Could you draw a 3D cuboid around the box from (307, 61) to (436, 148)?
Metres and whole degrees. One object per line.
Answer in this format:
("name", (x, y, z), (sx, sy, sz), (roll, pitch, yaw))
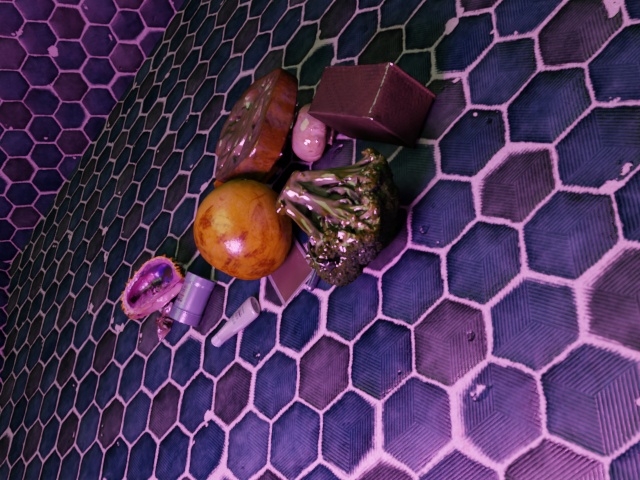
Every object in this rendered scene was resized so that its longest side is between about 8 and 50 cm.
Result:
("box", (0.126, -0.343, 1.409), (0.273, 0.184, 0.143), (21, 90, 51))

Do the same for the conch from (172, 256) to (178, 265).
("conch", (-0.570, 0.136, 1.998), (0.095, 0.080, 0.200), (41, 115, 42))

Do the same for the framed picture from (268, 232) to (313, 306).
("framed picture", (-0.088, 0.079, 1.551), (0.142, 0.011, 0.183), (-51, 42, 15))

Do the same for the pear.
("pear", (-0.208, -0.033, 1.525), (0.281, 0.281, 0.280), (-24, 54, 38))

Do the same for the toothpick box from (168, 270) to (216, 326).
("toothpick box", (-0.409, 0.187, 1.774), (0.101, 0.101, 0.153), (14, 80, 50))

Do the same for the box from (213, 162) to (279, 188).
("box", (-0.251, -0.215, 1.840), (0.237, 0.070, 0.152), (-47, 43, 22))

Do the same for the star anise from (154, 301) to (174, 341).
("star anise", (-0.529, 0.262, 1.895), (0.129, 0.056, 0.124), (-60, 34, 20))

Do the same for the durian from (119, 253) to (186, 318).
("durian", (-0.555, 0.164, 1.892), (0.261, 0.186, 0.153), (-28, 57, 2))

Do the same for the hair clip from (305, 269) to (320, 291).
("hair clip", (0.000, 0.000, 1.464), (0.083, 0.048, 0.275), (-1, 70, 22))

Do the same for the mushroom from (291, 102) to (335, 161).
("mushroom", (-0.020, -0.308, 1.586), (0.127, 0.166, 0.166), (3, 65, 1))

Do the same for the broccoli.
("broccoli", (0.041, -0.061, 1.288), (0.321, 0.283, 0.304), (-65, 7, -14))

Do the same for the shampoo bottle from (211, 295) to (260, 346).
("shampoo bottle", (-0.249, 0.243, 1.616), (0.191, 0.041, 0.069), (-43, 49, 24))

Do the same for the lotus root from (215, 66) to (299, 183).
("lotus root", (-0.189, -0.336, 1.650), (0.375, 0.111, 0.390), (-51, 30, 20))
